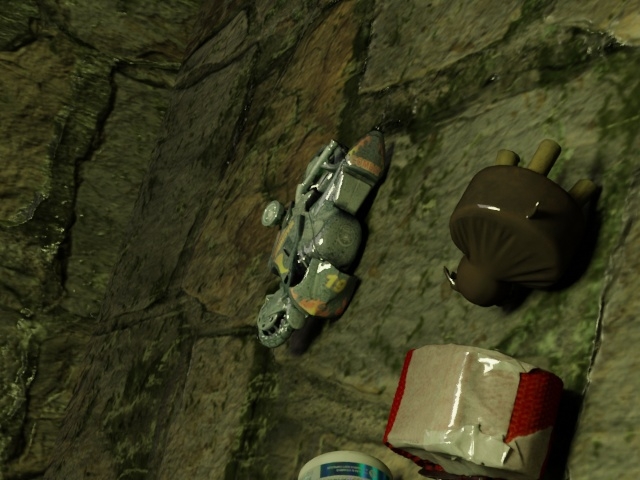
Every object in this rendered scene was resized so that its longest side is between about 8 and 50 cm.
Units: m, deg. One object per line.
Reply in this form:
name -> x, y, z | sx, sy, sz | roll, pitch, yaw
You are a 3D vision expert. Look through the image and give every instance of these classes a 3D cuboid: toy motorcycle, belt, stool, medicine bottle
toy motorcycle -> 0.000, 0.000, 1.948 | 0.173, 0.108, 0.307 | -7, 61, 57
belt -> 0.141, 0.174, 1.374 | 0.201, 0.128, 0.124 | -12, 59, 64
stool -> 0.195, -0.011, 1.459 | 0.121, 0.125, 0.217 | -59, -5, -30
medicine bottle -> 0.024, 0.328, 1.537 | 0.107, 0.107, 0.191 | -49, 28, 41
